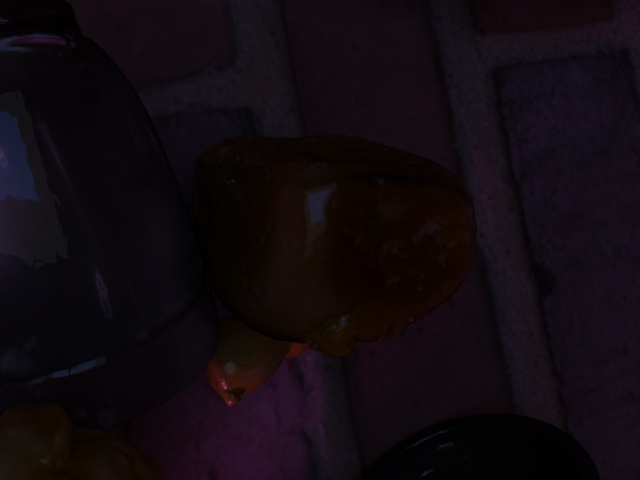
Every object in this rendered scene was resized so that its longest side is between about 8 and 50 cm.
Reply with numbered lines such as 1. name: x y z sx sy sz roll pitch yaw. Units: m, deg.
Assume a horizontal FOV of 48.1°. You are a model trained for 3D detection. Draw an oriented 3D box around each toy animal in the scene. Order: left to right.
1. toy animal: -0.038 0.095 0.703 0.159 0.070 0.083 -24 50 -24

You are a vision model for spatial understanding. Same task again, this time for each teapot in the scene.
1. teapot: -0.257 -0.036 0.568 0.314 0.233 0.312 1 112 29

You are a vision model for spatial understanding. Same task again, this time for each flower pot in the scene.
1. flower pot: 0.153 0.290 0.665 0.235 0.235 0.148 -25 111 -11

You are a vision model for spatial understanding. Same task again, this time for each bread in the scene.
1. bread: 0.000 0.000 0.639 0.195 0.246 0.176 -2 106 -29

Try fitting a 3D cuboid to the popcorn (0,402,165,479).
1. popcorn: -0.187 0.223 0.406 0.259 0.212 0.259 -24 133 -29
